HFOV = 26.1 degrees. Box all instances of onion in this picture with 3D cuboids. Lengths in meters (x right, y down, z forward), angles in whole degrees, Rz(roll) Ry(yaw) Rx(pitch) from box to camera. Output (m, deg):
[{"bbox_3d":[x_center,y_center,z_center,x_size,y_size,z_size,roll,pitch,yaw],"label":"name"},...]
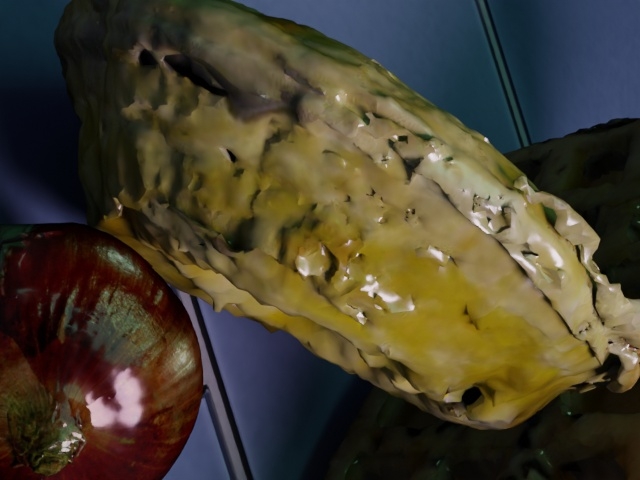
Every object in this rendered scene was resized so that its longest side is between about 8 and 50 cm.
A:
[{"bbox_3d":[-0.098,0.054,0.525,0.118,0.117,0.118,35,17,-13],"label":"onion"}]

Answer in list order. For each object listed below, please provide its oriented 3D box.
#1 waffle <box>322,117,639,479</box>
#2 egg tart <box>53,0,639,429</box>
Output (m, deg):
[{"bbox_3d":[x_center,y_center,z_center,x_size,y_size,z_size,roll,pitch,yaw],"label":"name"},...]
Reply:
[{"bbox_3d":[0.147,0.084,0.674,0.114,0.261,0.376,55,44,-26],"label":"waffle"},{"bbox_3d":[0.000,0.000,0.566,0.279,0.279,0.095,39,78,-33],"label":"egg tart"}]
